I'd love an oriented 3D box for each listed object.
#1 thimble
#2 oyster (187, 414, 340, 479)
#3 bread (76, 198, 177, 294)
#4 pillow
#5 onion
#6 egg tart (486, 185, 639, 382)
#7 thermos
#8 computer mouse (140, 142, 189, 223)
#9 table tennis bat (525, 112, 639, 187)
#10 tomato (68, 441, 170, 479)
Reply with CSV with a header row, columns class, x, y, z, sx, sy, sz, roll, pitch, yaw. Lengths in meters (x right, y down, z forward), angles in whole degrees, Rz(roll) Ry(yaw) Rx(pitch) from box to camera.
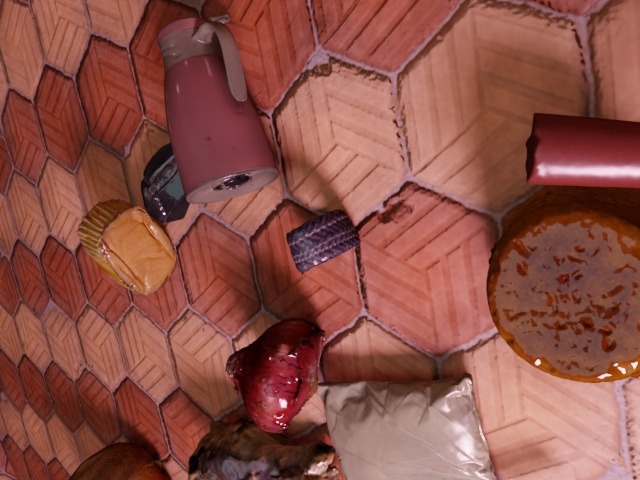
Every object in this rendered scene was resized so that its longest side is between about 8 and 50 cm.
class,x,y,z,sx,sy,sz,roll,pitch,yaw
thimble,-0.002,0.001,0.785,0.095,0.104,0.066,-30,86,44
oyster,-0.111,0.426,1.003,0.337,0.133,0.197,-4,76,27
bread,-0.376,0.010,1.077,0.114,0.132,0.190,23,148,35
pillow,0.130,0.333,0.805,0.274,0.076,0.280,-14,96,41
onion,-0.073,0.202,0.861,0.147,0.184,0.184,16,122,-5
egg tart,0.253,0.039,0.530,0.215,0.171,0.215,1,91,33
thermos,-0.162,-0.206,0.834,0.176,0.146,0.265,-21,85,50
computer mouse,-0.290,-0.101,1.033,0.105,0.062,0.192,54,133,13
table tennis bat,0.361,-0.048,0.379,0.415,0.051,0.268,6,91,15
tomato,-0.506,0.665,1.365,0.303,0.239,0.303,17,119,34
